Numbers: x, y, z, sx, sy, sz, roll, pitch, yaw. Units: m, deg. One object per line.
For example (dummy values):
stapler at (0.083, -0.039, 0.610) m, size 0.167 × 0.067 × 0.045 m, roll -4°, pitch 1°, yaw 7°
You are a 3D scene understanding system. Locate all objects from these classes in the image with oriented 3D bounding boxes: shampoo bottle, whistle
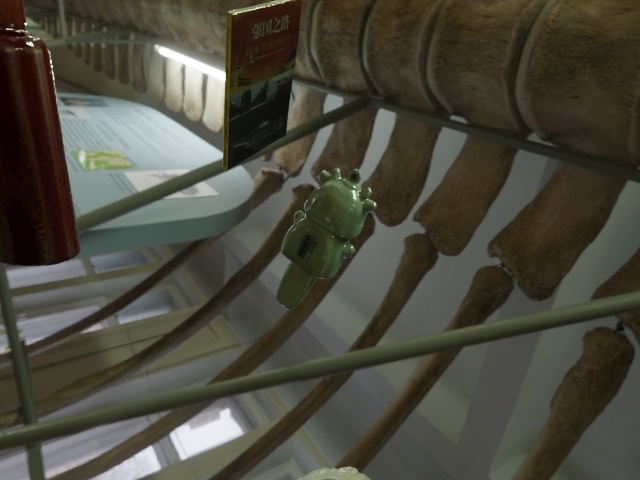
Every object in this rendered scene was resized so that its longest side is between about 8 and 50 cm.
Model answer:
shampoo bottle at (-0.284, -0.107, 0.418) m, size 0.102 × 0.064 × 0.260 m, roll 11°, pitch -65°, yaw 13°
whistle at (0.000, 0.000, 0.700) m, size 0.110 × 0.092 × 0.244 m, roll 33°, pitch -69°, yaw 15°

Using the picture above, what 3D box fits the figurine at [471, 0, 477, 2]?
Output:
figurine at (0.390, -0.683, 1.172) m, size 0.112 × 0.229 × 0.137 m, roll -9°, pitch -74°, yaw 20°

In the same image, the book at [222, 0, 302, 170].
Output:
book at (-0.145, -0.377, 1.125) m, size 0.028 × 0.262 × 0.374 m, roll 29°, pitch -47°, yaw 18°

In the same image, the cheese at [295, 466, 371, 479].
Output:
cheese at (-0.011, 0.501, 0.664) m, size 0.153 × 0.292 × 0.332 m, roll 67°, pitch -10°, yaw -9°
